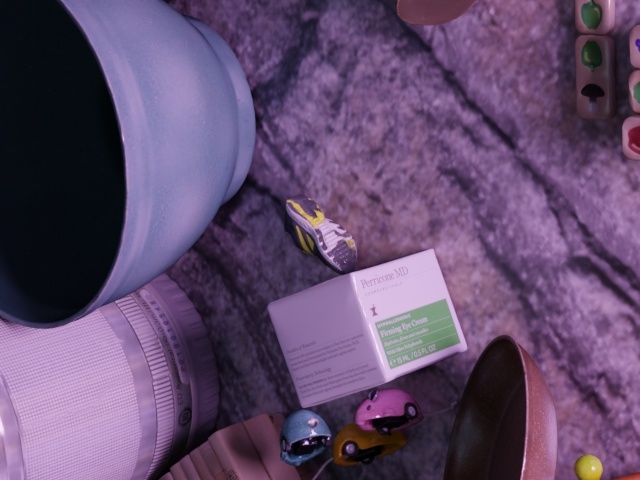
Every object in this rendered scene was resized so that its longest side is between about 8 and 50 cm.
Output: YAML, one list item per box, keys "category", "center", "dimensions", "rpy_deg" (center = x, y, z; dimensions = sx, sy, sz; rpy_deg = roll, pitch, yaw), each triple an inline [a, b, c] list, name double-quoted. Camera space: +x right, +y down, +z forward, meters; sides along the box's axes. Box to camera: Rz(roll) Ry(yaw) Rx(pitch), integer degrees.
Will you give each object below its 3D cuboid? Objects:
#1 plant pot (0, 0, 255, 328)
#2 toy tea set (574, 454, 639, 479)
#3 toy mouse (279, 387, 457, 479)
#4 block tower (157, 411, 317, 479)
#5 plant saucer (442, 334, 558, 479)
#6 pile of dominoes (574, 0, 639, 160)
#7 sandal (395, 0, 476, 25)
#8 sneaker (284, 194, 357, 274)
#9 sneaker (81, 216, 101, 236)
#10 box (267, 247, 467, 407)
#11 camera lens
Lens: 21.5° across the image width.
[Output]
- category: "plant pot"
  center: [-0.180, -0.091, 1.392]
  dimensions: [0.293, 0.196, 0.293]
  rpy_deg: [14, 111, 41]
- category: "toy tea set"
  center: [0.241, 0.308, 1.140]
  dimensions: [0.336, 0.124, 0.200]
  rpy_deg: [47, 130, 25]
- category: "toy mouse"
  center: [0.020, 0.142, 1.315]
  dimensions: [0.161, 0.143, 0.031]
  rpy_deg: [-24, 64, 22]
- category: "block tower"
  center: [-0.126, 0.265, 1.520]
  dimensions: [0.335, 0.091, 0.097]
  rpy_deg: [-39, 73, 44]
- category: "plant saucer"
  center: [0.130, 0.168, 1.213]
  dimensions: [0.198, 0.036, 0.198]
  rpy_deg: [-168, 90, -80]
- category: "pile of dominoes"
  center: [0.233, -0.174, 1.069]
  dimensions: [0.196, 0.040, 0.251]
  rpy_deg: [10, 109, 43]
- category: "sandal"
  center: [0.109, -0.245, 1.143]
  dimensions: [0.240, 0.088, 0.079]
  rpy_deg: [130, 138, -52]
- category: "sneaker"
  center: [0.000, 0.000, 1.364]
  dimensions: [0.083, 0.031, 0.035]
  rpy_deg: [52, 145, 27]
- category: "sneaker"
  center: [-0.194, -0.023, 1.546]
  dimensions: [0.118, 0.067, 0.042]
  rpy_deg: [-122, 34, -60]
- category: "box"
  center: [0.036, 0.066, 1.291]
  dimensions: [0.102, 0.101, 0.087]
  rpy_deg: [-23, 85, 44]
- category: "camera lens"
  center: [-0.254, 0.141, 1.478]
  dimensions: [0.219, 0.274, 0.219]
  rpy_deg: [16, 113, 42]
